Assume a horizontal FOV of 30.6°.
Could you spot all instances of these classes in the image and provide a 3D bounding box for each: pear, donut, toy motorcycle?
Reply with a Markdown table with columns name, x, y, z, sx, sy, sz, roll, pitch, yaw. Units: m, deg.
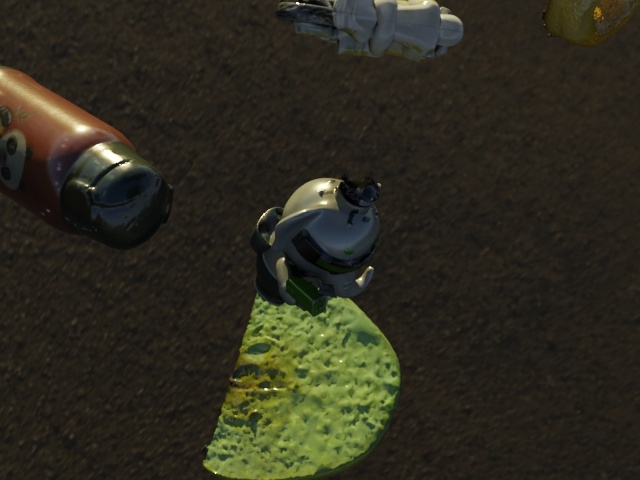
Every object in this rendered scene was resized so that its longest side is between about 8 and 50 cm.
| name | x | y | z | sx | sy | sz | roll | pitch | yaw |
| --- | --- | --- | --- | --- | --- | --- | --- | --- | --- |
| pear | 0.005 | 0.203 | 1.537 | 0.139 | 0.239 | 0.288 | 48 | 52 | -52 |
| donut | 0.374 | -0.326 | 1.580 | 0.078 | 0.146 | 0.181 | 38 | 36 | 24 |
| toy motorcycle | 0.064 | -0.213 | 1.155 | 0.228 | 0.151 | 0.074 | -1 | 102 | -56 |

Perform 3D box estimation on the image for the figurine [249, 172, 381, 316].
| name | x | y | z | sx | sy | sz | roll | pitch | yaw |
| --- | --- | --- | --- | --- | --- | --- | --- | --- | --- |
| figurine | 0.000 | 0.000 | 1.182 | 0.126 | 0.192 | 0.147 | 48 | 45 | 9 |

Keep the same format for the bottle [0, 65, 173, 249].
| name | x | y | z | sx | sy | sz | roll | pitch | yaw |
| --- | --- | --- | --- | --- | --- | --- | --- | --- | --- |
| bottle | -0.307 | -0.096 | 1.383 | 0.144 | 0.144 | 0.336 | -28 | 41 | -36 |
